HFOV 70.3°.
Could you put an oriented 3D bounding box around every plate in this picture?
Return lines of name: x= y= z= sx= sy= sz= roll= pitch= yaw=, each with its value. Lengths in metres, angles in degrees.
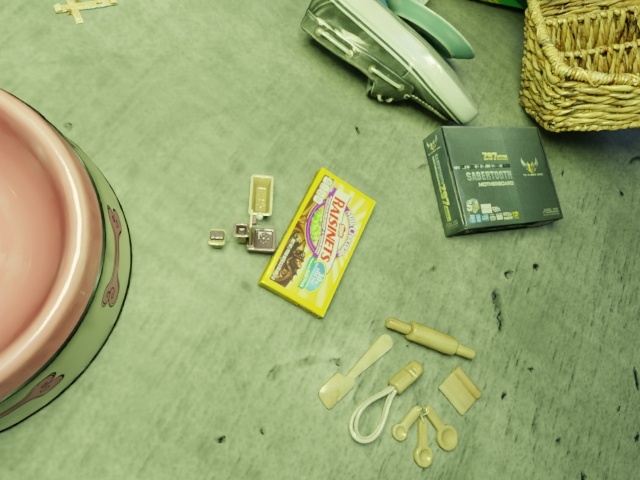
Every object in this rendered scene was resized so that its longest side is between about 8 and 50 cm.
plate: x=0.181 y=-0.359 z=0.781 sx=0.188 sy=0.188 sz=0.024 roll=31 pitch=107 yaw=-12

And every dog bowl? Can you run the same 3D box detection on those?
dog bowl: x=-0.405 y=0.007 z=0.441 sx=0.408 sy=0.150 sz=0.408 roll=6 pitch=74 yaw=-20

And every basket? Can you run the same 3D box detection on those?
basket: x=0.522 y=-0.330 z=0.777 sx=0.299 sy=0.223 sz=0.213 roll=-7 pitch=35 yaw=6

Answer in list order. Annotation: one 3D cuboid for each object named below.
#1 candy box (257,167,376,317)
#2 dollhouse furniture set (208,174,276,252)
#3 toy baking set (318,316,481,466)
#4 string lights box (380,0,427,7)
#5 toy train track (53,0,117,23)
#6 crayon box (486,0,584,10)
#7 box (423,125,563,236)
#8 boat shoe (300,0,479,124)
candy box: x=0.000 y=0.000 z=0.675 sx=0.105 sy=0.027 sz=0.206 roll=32 pitch=67 yaw=-15
dollhouse furniture set: x=-0.102 y=-0.052 z=0.614 sx=0.091 sy=0.081 sz=0.114 roll=4 pitch=66 yaw=-8
toy baking set: x=0.132 y=0.216 z=0.672 sx=0.256 sy=0.030 sz=0.197 roll=27 pitch=68 yaw=-14
string lights box: x=0.087 y=-0.528 z=0.819 sx=0.260 sy=0.077 sz=0.133 roll=25 pitch=69 yaw=-15
toy train track: x=-0.327 y=-0.331 z=0.634 sx=0.083 sy=0.014 sz=0.048 roll=-24 pitch=87 yaw=-26
crayon box: x=0.405 y=-0.665 z=0.938 sx=0.313 sy=0.106 sz=0.363 roll=7 pitch=73 yaw=-8
box: x=0.310 y=-0.110 z=0.812 sx=0.233 sy=0.059 sz=0.183 roll=-5 pitch=77 yaw=-24
boat shoe: x=0.116 y=-0.290 z=0.752 sx=0.335 sy=0.119 sz=0.121 roll=35 pitch=32 yaw=-18
